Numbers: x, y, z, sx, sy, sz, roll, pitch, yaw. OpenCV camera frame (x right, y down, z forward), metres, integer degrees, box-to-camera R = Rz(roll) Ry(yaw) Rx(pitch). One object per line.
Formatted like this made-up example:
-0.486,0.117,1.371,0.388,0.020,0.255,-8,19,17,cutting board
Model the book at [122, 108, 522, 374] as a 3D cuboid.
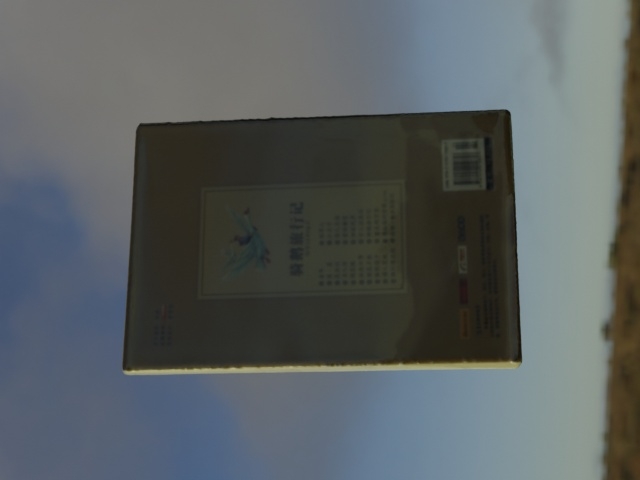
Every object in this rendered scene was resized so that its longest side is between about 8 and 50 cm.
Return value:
0.000,0.000,1.142,0.021,0.310,0.217,74,-165,-68,book
